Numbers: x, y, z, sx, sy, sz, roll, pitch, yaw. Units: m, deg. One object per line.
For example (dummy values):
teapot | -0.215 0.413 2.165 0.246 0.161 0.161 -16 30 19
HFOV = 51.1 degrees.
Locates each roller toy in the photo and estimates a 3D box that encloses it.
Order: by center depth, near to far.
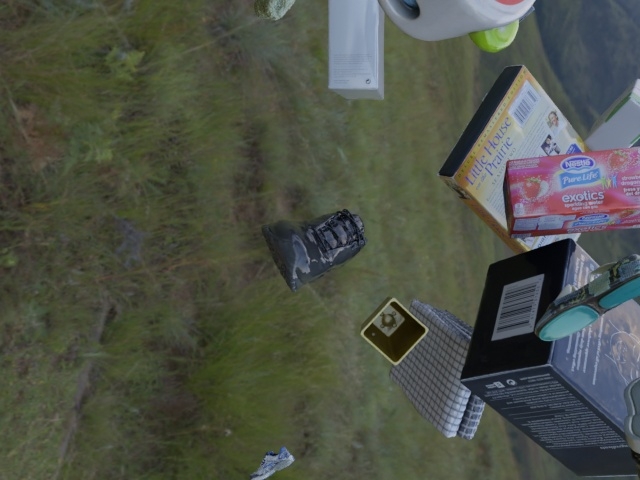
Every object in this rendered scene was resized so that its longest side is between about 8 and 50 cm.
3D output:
roller toy | 0.154 -0.338 0.779 0.191 0.146 0.209 15 85 -38

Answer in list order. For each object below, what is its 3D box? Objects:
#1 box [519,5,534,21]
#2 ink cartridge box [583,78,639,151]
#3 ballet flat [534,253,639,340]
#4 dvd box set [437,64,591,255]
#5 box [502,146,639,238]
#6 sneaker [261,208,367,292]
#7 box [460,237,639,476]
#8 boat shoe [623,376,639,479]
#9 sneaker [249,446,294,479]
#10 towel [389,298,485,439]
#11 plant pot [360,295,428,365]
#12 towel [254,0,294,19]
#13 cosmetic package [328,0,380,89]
box | 0.280 -0.516 1.214 0.232 0.059 0.183 37 24 -37
ink cartridge box | 0.750 -0.296 1.653 0.093 0.154 0.212 41 36 5
ballet flat | 0.392 0.081 0.975 0.070 0.188 0.070 39 31 -30
dvd box set | 0.481 -0.146 1.539 0.420 0.062 0.308 38 79 -30
box | 0.486 -0.088 1.279 0.128 0.256 0.123 58 29 -68
sneaker | 0.000 0.000 0.993 0.109 0.130 0.286 64 10 2
box | 0.508 0.243 1.337 0.395 0.212 0.294 40 53 -20
boat shoe | 0.469 0.252 0.901 0.302 0.114 0.091 -15 90 -53
sneaker | -0.137 0.599 1.805 0.058 0.135 0.052 60 9 9
towel | 0.294 0.300 1.590 0.283 0.121 0.235 38 -64 62
plant pot | 0.116 0.141 1.109 0.081 0.081 0.083 42 4 -7
towel | -0.019 -0.287 0.665 0.027 0.148 0.110 27 11 -20
cosmetic package | 0.078 -0.431 1.322 0.377 0.097 0.285 -51 143 -79
